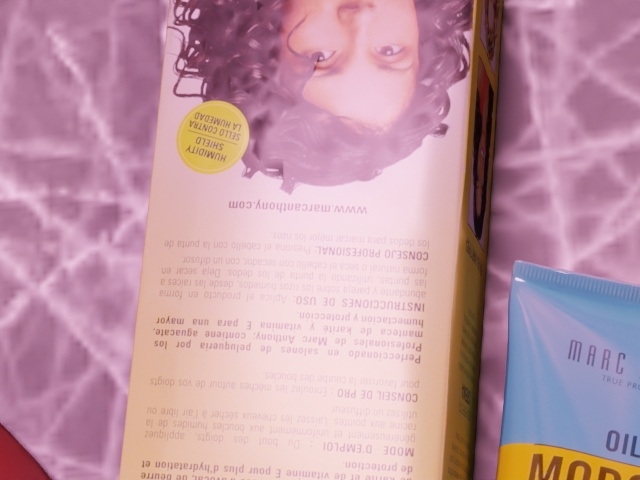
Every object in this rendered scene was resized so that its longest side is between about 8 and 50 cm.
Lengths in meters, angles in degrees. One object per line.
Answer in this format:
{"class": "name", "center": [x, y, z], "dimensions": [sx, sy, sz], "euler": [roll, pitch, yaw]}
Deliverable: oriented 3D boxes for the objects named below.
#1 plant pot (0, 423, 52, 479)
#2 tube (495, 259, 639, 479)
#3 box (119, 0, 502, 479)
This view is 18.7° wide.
{"class": "plant pot", "center": [-0.201, 0.128, 0.427], "dimensions": [0.275, 0.243, 0.275], "euler": [-2, 77, 11]}
{"class": "tube", "center": [0.068, 0.109, 0.483], "dimensions": [0.080, 0.052, 0.207], "euler": [12, 74, 2]}
{"class": "box", "center": [0.000, 0.000, 0.513], "dimensions": [0.087, 0.058, 0.232], "euler": [1, 78, 11]}
